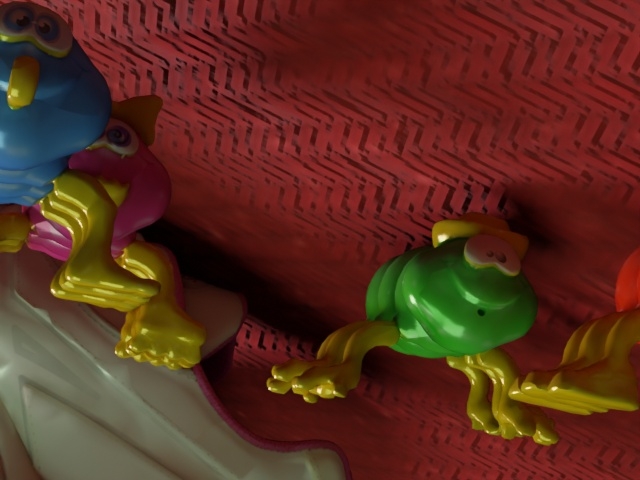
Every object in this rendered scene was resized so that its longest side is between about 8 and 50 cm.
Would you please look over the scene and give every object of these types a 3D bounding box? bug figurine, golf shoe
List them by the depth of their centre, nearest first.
[{"bbox_3d":[0.000,0.000,0.500,0.279,0.072,0.216,14,168,-16],"label":"bug figurine"},{"bbox_3d":[-0.112,0.031,0.697,0.306,0.140,0.115,50,173,6],"label":"golf shoe"}]
